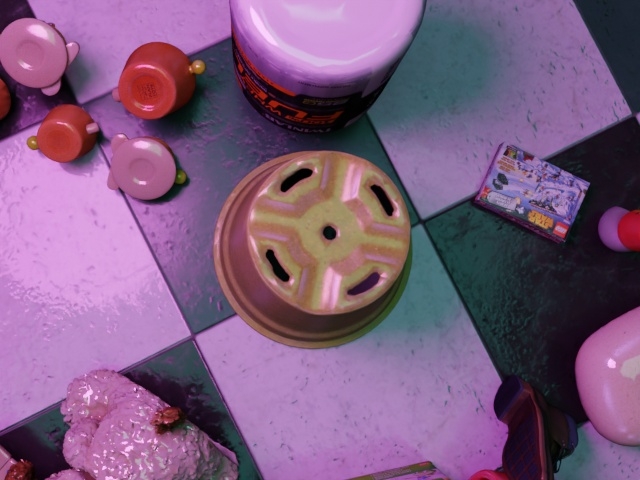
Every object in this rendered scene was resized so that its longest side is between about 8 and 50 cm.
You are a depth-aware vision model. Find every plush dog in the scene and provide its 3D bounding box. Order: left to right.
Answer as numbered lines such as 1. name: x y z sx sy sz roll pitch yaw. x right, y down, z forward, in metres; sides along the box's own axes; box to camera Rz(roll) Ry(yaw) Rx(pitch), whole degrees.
1. plush dog: -0.240 0.296 0.945 0.262 0.210 0.225 38 71 -2

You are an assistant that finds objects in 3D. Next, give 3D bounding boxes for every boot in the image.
1. boot: 0.290 0.258 1.012 0.106 0.219 0.082 28 114 -8

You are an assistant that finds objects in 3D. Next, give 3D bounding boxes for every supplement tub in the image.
1. supplement tub: -0.004 -0.247 0.961 0.207 0.338 0.207 0 85 -4

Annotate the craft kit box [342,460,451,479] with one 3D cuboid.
1. craft kit box: 0.044 0.337 0.960 0.250 0.246 0.061 -11 89 -5

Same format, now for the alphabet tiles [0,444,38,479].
1. alphabet tiles: -0.434 0.408 0.997 0.342 0.011 0.285 43 96 -2

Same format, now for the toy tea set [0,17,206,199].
1. toy tea set: -0.320 -0.195 1.064 0.336 0.124 0.200 19 113 -6

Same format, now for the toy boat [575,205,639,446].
1. toy boat: 0.457 0.107 1.080 0.267 0.148 0.318 -15 94 -1

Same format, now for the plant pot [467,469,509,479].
1. plant pot: 0.268 0.401 1.005 0.174 0.191 0.191 17 84 -10

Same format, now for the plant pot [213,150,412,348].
1. plant pot: 0.000 0.000 0.982 0.276 0.254 0.276 0 84 -4

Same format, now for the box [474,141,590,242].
1. box: 0.297 -0.067 1.127 0.137 0.027 0.094 26 82 -2
